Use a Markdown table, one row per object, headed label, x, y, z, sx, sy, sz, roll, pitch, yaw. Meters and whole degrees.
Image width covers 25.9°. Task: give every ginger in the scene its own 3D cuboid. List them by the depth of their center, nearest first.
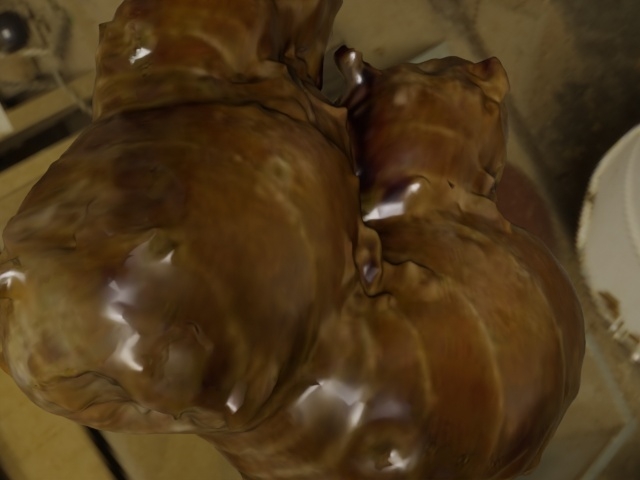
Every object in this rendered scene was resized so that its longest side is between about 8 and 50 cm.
| label | x | y | z | sx | sy | sz | roll | pitch | yaw |
| --- | --- | --- | --- | --- | --- | --- | --- | --- | --- |
| ginger | 0.007 | 0.007 | 0.702 | 0.357 | 0.274 | 0.152 | 28 | 139 | -31 |
